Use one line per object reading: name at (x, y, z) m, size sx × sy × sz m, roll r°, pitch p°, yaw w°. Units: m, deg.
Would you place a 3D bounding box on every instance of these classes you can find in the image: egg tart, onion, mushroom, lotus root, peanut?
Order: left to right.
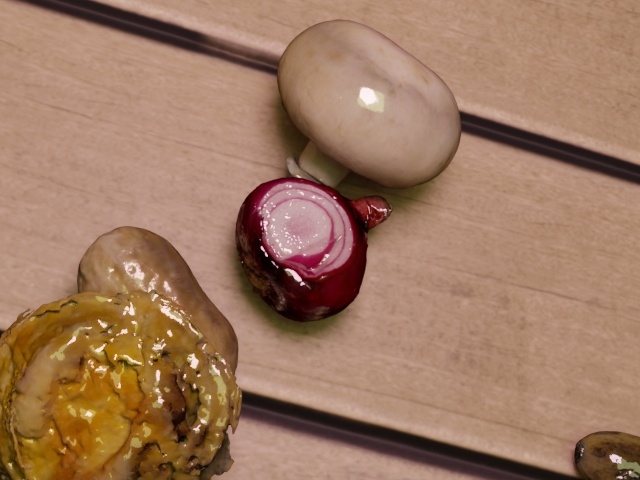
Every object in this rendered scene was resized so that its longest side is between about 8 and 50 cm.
egg tart at (-0.224, 0.192, 1.087) m, size 0.297 × 0.132 × 0.297 m, roll 0°, pitch 104°, yaw 0°
peanut at (-0.181, 0.086, 1.180) m, size 0.129 × 0.129 × 0.224 m, roll -37°, pitch 95°, yaw -18°
onion at (-0.007, 0.006, 1.246) m, size 0.198 × 0.135 × 0.173 m, roll -22°, pitch 78°, yaw -32°
mushroom at (0.045, -0.149, 1.259) m, size 0.246 × 0.246 × 0.202 m, roll 42°, pitch 110°, yaw 1°
lotus root at (0.394, 0.286, 1.272) m, size 0.179 × 0.080 × 0.089 m, roll 20°, pitch 72°, yaw -5°
